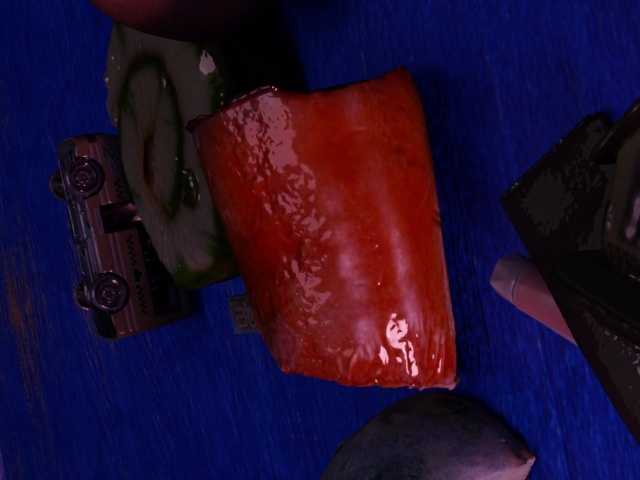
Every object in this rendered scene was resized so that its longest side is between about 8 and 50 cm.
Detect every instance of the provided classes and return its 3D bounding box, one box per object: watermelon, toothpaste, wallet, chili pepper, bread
[{"bbox_3d":[0.045,0.265,1.191,0.175,0.188,0.322,53,136,32],"label":"watermelon"},{"bbox_3d":[0.218,0.063,0.975,0.194,0.043,0.067,33,123,46],"label":"toothpaste"},{"bbox_3d":[0.228,0.030,0.922,0.124,0.025,0.244,-46,58,36],"label":"wallet"},{"bbox_3d":[-0.053,0.073,1.450,0.193,0.044,0.070,-12,90,61],"label":"toothpaste"},{"bbox_3d":[0.000,0.000,1.153,0.251,0.229,0.305,-5,94,44],"label":"chili pepper"},{"bbox_3d":[-0.155,-0.138,1.475,0.382,0.129,0.366,41,133,49],"label":"bread"}]

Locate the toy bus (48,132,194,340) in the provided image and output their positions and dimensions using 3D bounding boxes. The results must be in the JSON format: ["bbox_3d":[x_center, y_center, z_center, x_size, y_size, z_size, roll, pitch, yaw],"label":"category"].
[{"bbox_3d":[-0.279,-0.012,1.712,0.139,0.157,0.289,-10,92,66],"label":"toy bus"}]

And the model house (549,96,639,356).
[{"bbox_3d":[0.277,-0.067,0.657,0.205,0.218,0.278,37,125,50],"label":"model house"}]

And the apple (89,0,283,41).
[{"bbox_3d":[-0.138,-0.358,1.228,0.235,0.306,0.305,-106,17,-67],"label":"apple"}]
